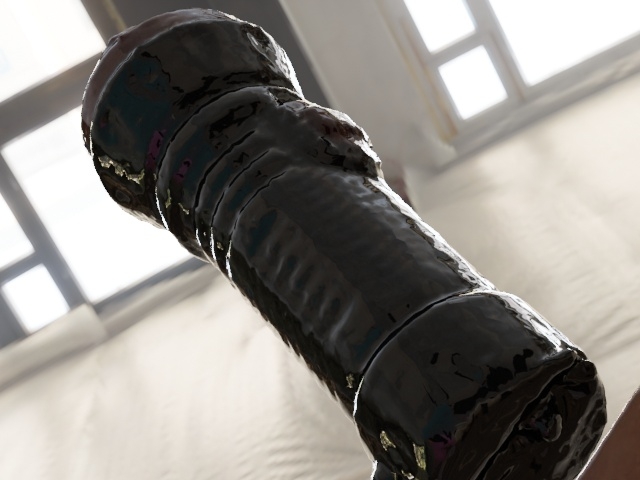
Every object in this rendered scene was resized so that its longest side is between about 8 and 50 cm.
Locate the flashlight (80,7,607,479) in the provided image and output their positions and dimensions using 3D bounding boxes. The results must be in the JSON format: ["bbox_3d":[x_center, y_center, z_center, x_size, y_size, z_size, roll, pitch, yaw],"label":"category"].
[{"bbox_3d":[0.000,0.000,0.424,0.093,0.093,0.232,-32,-137,-15],"label":"flashlight"}]

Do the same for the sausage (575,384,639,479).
[{"bbox_3d":[0.179,0.156,0.616,0.258,0.133,0.133,-52,-163,-5],"label":"sausage"}]
